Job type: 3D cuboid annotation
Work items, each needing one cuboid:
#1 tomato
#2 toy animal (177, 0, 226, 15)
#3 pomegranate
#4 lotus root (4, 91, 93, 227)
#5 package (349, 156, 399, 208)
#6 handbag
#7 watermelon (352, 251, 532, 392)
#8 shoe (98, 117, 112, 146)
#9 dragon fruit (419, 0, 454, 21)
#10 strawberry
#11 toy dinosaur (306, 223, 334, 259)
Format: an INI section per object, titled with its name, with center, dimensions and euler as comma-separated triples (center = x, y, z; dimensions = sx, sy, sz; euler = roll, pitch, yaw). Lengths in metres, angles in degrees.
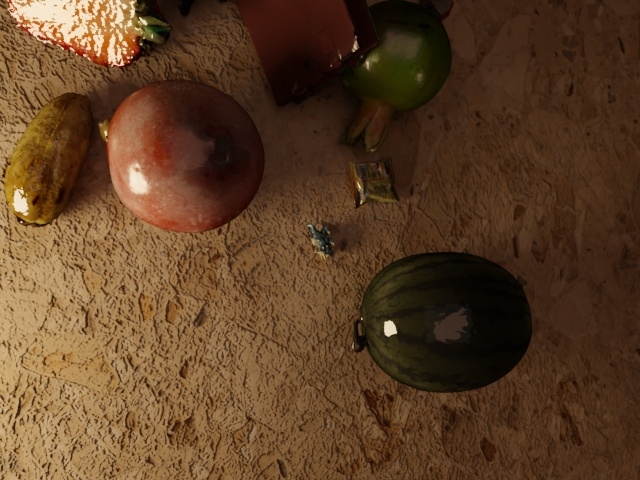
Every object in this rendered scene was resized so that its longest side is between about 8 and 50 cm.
[tomato]
center = -0.224, -0.146, 0.721
dimensions = 0.270, 0.227, 0.270
euler = -1, 91, -40
[toy animal]
center = -0.243, -0.530, 0.802
dimensions = 0.225, 0.121, 0.094
euler = -28, 95, -13
[pomegranate]
center = 0.137, -0.333, 0.852
dimensions = 0.236, 0.236, 0.302
euler = 18, 95, -13
[lotus root]
center = -0.490, -0.150, 0.736
dimensions = 0.110, 0.097, 0.258
euler = 14, 80, -11
[package]
center = 0.121, -0.132, 0.924
dimensions = 0.120, 0.031, 0.108
euler = -10, 90, -20
[handbag]
center = -0.034, -0.433, 0.784
dimensions = 0.084, 0.260, 0.275
euler = -23, 96, -43
[watermelon]
center = 0.233, 0.159, 0.812
dimensions = 0.359, 0.279, 0.279
euler = 1, 87, -9
[shoe]
center = -0.367, -0.221, 0.784
dimensions = 0.109, 0.072, 0.069
euler = -29, 133, -10
[dragon fruit]
center = 0.273, -0.552, 0.967
dimensions = 0.056, 0.060, 0.083
euler = -36, 86, -15
[strawberry]
center = -0.402, -0.424, 0.746
dimensions = 0.286, 0.188, 0.106
euler = 5, 46, 0
[toy dinosaur]
center = 0.000, 0.000, 0.886
dimensions = 0.047, 0.030, 0.083
euler = -22, 93, -16
